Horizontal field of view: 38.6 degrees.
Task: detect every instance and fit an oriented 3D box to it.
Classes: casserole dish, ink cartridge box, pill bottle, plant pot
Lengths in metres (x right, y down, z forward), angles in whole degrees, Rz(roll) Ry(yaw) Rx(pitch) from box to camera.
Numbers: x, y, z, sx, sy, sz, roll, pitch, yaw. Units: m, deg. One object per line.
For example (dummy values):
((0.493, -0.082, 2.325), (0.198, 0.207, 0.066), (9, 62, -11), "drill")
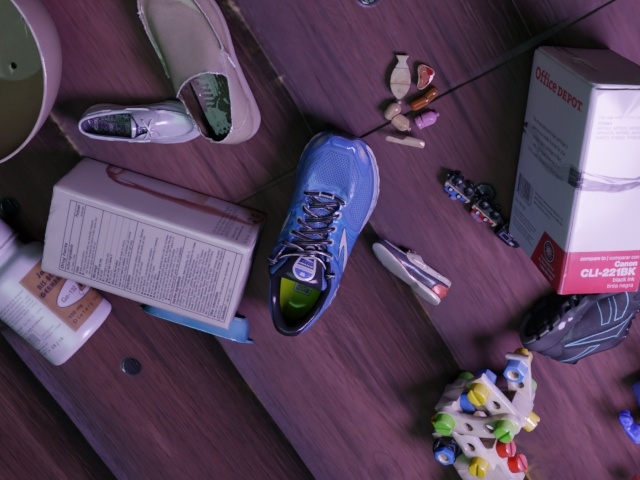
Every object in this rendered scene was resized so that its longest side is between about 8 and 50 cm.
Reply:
((-0.189, 0.117, 1.433), (0.188, 0.114, 0.037), (17, 89, 1), "casserole dish")
((0.342, -0.096, 1.181), (0.114, 0.197, 0.273), (-2, 116, -8), "ink cartridge box")
((-0.455, 0.076, 1.439), (0.229, 0.131, 0.131), (44, 114, -12), "pill bottle")
((-0.470, -0.261, 1.250), (0.284, 0.191, 0.284), (4, 115, 8), "plant pot")

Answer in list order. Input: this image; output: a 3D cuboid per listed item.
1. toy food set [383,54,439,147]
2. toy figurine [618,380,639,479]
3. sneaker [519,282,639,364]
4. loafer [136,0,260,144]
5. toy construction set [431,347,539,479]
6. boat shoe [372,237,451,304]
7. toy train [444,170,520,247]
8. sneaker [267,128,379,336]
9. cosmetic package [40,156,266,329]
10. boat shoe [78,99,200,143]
((0.131, -0.195, 1.279), (0.078, 0.019, 0.122), (12, 109, 3), "toy food set")
((0.569, 0.246, 1.327), (0.362, 0.191, 0.217), (-38, 99, 21), "toy figurine")
((0.417, 0.089, 1.333), (0.106, 0.101, 0.267), (36, 125, -18), "sneaker")
((-0.167, -0.248, 1.260), (0.102, 0.092, 0.268), (-24, 109, 19), "loafer")
((0.289, 0.332, 1.413), (0.215, 0.151, 0.328), (-21, 96, 39), "toy construction set")
((0.137, 0.040, 1.375), (0.137, 0.049, 0.043), (40, 72, -7), "boat shoe")
((0.236, -0.044, 1.328), (0.158, 0.027, 0.036), (40, 125, -11), "toy train")
((0.000, 0.000, 1.320), (0.129, 0.147, 0.330), (15, 116, 2), "sneaker")
((-0.247, 0.002, 1.372), (0.296, 0.129, 0.153), (19, 117, 0), "cosmetic package")
((-0.261, -0.170, 1.329), (0.184, 0.063, 0.066), (8, 116, 6), "boat shoe")
